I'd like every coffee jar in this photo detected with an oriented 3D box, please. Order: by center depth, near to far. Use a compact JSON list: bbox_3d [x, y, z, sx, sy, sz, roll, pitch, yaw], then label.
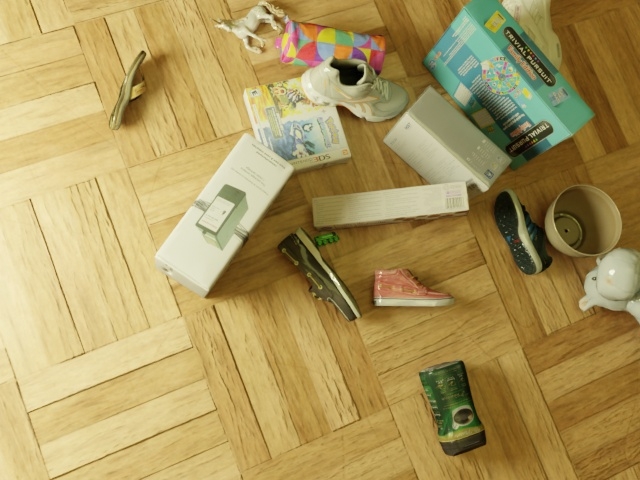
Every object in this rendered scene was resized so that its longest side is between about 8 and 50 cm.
[{"bbox_3d":[0.276,0.348,1.425,0.096,0.079,0.185,-13,81,-16],"label":"coffee jar"}]

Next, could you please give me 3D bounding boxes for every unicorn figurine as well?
[{"bbox_3d":[-0.156,-0.473,1.513,0.111,0.060,0.162,41,59,-1],"label":"unicorn figurine"}]

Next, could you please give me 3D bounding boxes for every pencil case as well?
[{"bbox_3d":[0.024,-0.422,1.506,0.236,0.104,0.105,7,78,-15],"label":"pencil case"}]

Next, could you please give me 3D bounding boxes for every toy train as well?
[{"bbox_3d":[0.000,0.000,1.470,0.083,0.017,0.024,-15,72,-13],"label":"toy train"}]

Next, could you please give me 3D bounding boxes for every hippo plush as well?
[{"bbox_3d":[0.718,0.095,1.500,0.236,0.294,0.234,31,74,20],"label":"hippo plush"}]

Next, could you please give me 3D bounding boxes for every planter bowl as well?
[{"bbox_3d":[0.571,-0.032,1.536,0.162,0.109,0.162,2,75,-8],"label":"planter bowl"}]

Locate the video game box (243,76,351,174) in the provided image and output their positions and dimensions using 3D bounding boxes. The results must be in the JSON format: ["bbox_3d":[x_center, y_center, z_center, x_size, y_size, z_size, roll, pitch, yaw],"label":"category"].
[{"bbox_3d":[-0.050,-0.249,1.492,0.187,0.048,0.205,-16,83,-16],"label":"video game box"}]

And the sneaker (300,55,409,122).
[{"bbox_3d":[0.097,-0.329,1.472,0.262,0.121,0.099,3,74,-30],"label":"sneaker"}]

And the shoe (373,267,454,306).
[{"bbox_3d":[0.200,0.100,1.465,0.177,0.063,0.081,1,84,-6],"label":"shoe"}]

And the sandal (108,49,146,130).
[{"bbox_3d":[-0.393,-0.308,1.429,0.049,0.072,0.180,20,78,-23],"label":"sandal"}]

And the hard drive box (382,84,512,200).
[{"bbox_3d":[0.266,-0.194,1.473,0.232,0.181,0.089,42,75,-2],"label":"hard drive box"}]

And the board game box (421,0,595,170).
[{"bbox_3d":[0.394,-0.335,1.486,0.079,0.254,0.336,-40,89,-15],"label":"board game box"}]

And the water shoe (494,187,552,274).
[{"bbox_3d":[0.456,-0.022,1.545,0.080,0.073,0.203,-16,87,-35],"label":"water shoe"}]

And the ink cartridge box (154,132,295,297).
[{"bbox_3d":[-0.190,-0.039,1.343,0.121,0.211,0.289,35,76,-4],"label":"ink cartridge box"}]

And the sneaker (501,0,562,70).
[{"bbox_3d":[0.465,-0.519,1.605,0.152,0.114,0.305,-10,82,-14],"label":"sneaker"}]

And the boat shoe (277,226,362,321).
[{"bbox_3d":[0.000,0.081,1.427,0.068,0.081,0.228,-36,92,4],"label":"boat shoe"}]

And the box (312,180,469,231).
[{"bbox_3d":[0.146,-0.070,1.432,0.323,0.063,0.067,-7,79,9],"label":"box"}]
